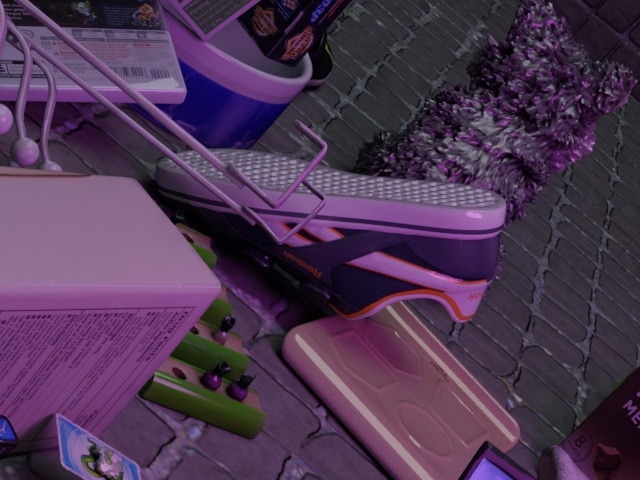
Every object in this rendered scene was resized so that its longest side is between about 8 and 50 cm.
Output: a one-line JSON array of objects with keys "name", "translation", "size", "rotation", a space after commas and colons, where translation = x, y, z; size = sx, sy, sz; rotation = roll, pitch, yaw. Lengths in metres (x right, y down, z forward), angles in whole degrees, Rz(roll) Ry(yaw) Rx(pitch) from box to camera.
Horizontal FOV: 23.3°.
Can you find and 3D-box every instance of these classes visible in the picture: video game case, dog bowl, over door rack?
[{"name": "video game case", "translation": [-0.230, -0.192, 1.406], "size": [0.190, 0.022, 0.173], "rotation": [-1, 52, -23]}, {"name": "dog bowl", "translation": [-0.142, -0.216, 1.625], "size": [0.265, 0.104, 0.265], "rotation": [34, 23, -17]}, {"name": "over door rack", "translation": [-0.157, -0.082, 1.136], "size": [0.324, 0.108, 0.239], "rotation": [28, -6, 2]}]

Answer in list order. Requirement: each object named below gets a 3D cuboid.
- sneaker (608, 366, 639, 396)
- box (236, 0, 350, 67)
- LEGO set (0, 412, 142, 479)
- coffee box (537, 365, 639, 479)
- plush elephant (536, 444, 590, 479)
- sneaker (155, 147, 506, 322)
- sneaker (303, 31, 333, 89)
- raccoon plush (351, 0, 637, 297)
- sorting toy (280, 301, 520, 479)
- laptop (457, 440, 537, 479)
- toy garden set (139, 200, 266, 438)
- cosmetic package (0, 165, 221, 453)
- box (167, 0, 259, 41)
[{"name": "sneaker", "translation": [0.365, 0.206, 1.674], "size": [0.126, 0.091, 0.240], "rotation": [45, 21, 9]}, {"name": "box", "translation": [-0.042, -0.316, 1.600], "size": [0.051, 0.175, 0.220], "rotation": [13, 34, -53]}, {"name": "LEGO set", "translation": [-0.125, 0.205, 0.948], "size": [0.244, 0.060, 0.182], "rotation": [40, 18, -35]}, {"name": "coffee box", "translation": [0.360, 0.272, 1.435], "size": [0.119, 0.168, 0.297], "rotation": [16, 33, -47]}, {"name": "plush elephant", "translation": [0.166, 0.272, 0.919], "size": [0.272, 0.330, 0.255], "rotation": [48, 18, 25]}, {"name": "sneaker", "translation": [0.000, 0.000, 1.398], "size": [0.321, 0.127, 0.126], "rotation": [11, 21, 14]}, {"name": "sneaker", "translation": [-0.014, -0.238, 1.888], "size": [0.084, 0.097, 0.234], "rotation": [41, 21, -2]}, {"name": "raccoon plush", "translation": [0.177, -0.081, 1.631], "size": [0.216, 0.299, 0.446], "rotation": [39, 22, -5]}, {"name": "sorting toy", "translation": [0.073, 0.141, 1.398], "size": [0.193, 0.038, 0.208], "rotation": [46, 27, 14]}, {"name": "laptop", "translation": [0.153, 0.310, 1.059], "size": [0.234, 0.136, 0.264], "rotation": [38, 22, -6]}, {"name": "toy garden set", "translation": [-0.143, 0.027, 1.230], "size": [0.204, 0.049, 0.244], "rotation": [26, 26, -33]}, {"name": "cosmetic package", "translation": [-0.221, 0.044, 0.922], "size": [0.113, 0.160, 0.309], "rotation": [49, 22, 22]}, {"name": "box", "translation": [-0.101, -0.267, 1.490], "size": [0.087, 0.101, 0.102], "rotation": [48, 16, -28]}]
